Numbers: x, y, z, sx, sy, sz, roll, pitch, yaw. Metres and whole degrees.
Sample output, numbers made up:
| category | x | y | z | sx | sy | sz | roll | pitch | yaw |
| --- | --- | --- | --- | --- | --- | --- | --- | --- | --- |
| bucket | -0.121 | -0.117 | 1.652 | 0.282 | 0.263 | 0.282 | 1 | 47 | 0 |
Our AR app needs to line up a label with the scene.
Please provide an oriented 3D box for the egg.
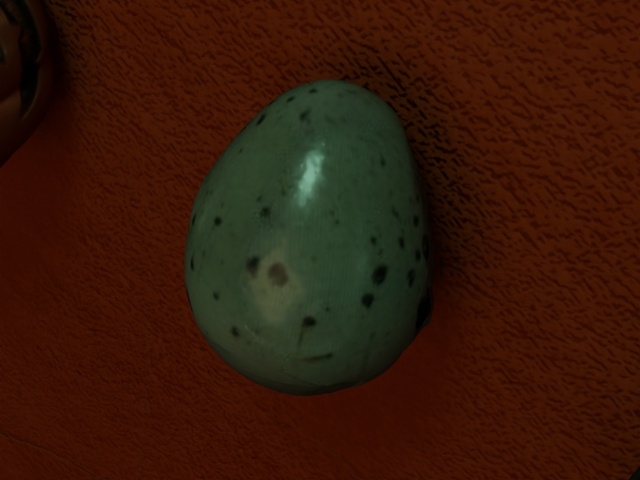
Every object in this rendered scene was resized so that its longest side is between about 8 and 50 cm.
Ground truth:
| category | x | y | z | sx | sy | sz | roll | pitch | yaw |
| --- | --- | --- | --- | --- | --- | --- | --- | --- | --- |
| egg | 0.000 | 0.000 | 0.705 | 0.131 | 0.131 | 0.164 | 31 | 124 | 20 |

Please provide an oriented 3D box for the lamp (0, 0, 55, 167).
| category | x | y | z | sx | sy | sz | roll | pitch | yaw |
| --- | --- | --- | --- | --- | --- | --- | --- | --- | --- |
| lamp | -0.255 | -0.106 | 0.819 | 0.187 | 0.164 | 0.187 | 26 | 137 | 27 |

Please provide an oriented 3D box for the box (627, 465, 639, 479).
| category | x | y | z | sx | sy | sz | roll | pitch | yaw |
| --- | --- | --- | --- | --- | --- | --- | --- | --- | --- |
| box | 0.231 | 0.151 | 0.570 | 0.225 | 0.190 | 0.297 | 39 | 138 | 14 |
